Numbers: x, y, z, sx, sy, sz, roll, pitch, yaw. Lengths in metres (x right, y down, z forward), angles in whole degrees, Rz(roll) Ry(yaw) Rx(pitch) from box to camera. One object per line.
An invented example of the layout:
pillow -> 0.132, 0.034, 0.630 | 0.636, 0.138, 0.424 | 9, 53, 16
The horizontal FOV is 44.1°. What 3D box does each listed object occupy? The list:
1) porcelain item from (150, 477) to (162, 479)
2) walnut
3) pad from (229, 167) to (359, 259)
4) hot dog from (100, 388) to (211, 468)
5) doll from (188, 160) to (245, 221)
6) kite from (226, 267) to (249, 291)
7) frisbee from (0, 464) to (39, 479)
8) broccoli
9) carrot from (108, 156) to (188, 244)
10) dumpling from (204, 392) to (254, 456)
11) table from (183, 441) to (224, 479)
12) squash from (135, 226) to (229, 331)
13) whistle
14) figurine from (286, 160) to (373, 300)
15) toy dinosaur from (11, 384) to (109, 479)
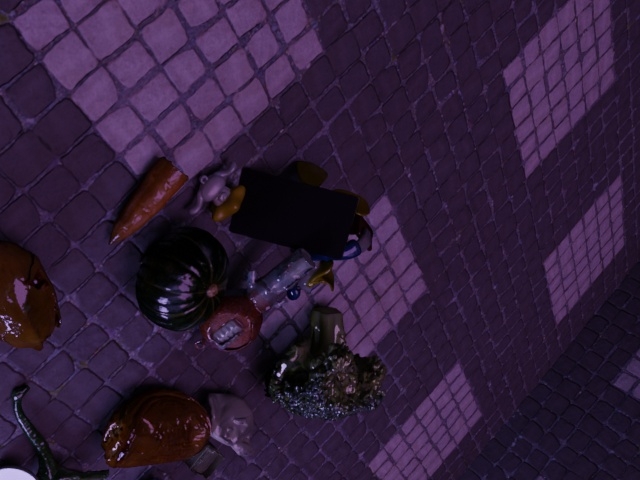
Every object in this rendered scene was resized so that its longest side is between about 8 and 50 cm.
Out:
porcelain item -> -0.412, 0.668, 1.924 | 0.114, 0.147, 0.147 | -27, 134, -32
walnut -> -0.541, 0.101, 1.401 | 0.137, 0.137, 0.245 | -28, 131, -32
pad -> -0.060, -0.058, 1.753 | 0.009, 0.265, 0.159 | -84, -171, -68
hot dog -> -0.376, 0.441, 1.824 | 0.272, 0.122, 0.196 | 7, 113, -54
doll -> -0.219, -0.092, 1.660 | 0.135, 0.071, 0.113 | -31, 128, -23
kite -> -0.201, 0.125, 1.879 | 0.153, 0.005, 0.137 | 1, 114, -47
frisbee -> -0.632, 0.507, 1.629 | 0.110, 0.014, 0.110 | -1, 116, -1
broccoli -> 0.018, 0.348, 2.075 | 0.338, 0.277, 0.317 | -35, 118, -38
carrot -> -0.348, -0.070, 1.540 | 0.205, 0.072, 0.072 | -48, 142, 0
dumpling -> -0.226, 0.467, 1.985 | 0.124, 0.151, 0.229 | -29, 143, 8
table -> -0.303, 0.547, 2.005 | 0.079, 0.083, 0.062 | -51, 143, -6
squash -> -0.282, 0.077, 1.620 | 0.218, 0.172, 0.218 | -24, 126, -39
whistle -> -0.157, 0.145, 1.792 | 0.346, 0.142, 0.133 | -38, -174, 14
figurine -> 0.000, 0.000, 1.920 | 0.283, 0.204, 0.338 | -7, 133, -53
toy dinosaur -> -0.606, 0.527, 1.663 | 0.301, 0.087, 0.447 | 28, 88, -53
